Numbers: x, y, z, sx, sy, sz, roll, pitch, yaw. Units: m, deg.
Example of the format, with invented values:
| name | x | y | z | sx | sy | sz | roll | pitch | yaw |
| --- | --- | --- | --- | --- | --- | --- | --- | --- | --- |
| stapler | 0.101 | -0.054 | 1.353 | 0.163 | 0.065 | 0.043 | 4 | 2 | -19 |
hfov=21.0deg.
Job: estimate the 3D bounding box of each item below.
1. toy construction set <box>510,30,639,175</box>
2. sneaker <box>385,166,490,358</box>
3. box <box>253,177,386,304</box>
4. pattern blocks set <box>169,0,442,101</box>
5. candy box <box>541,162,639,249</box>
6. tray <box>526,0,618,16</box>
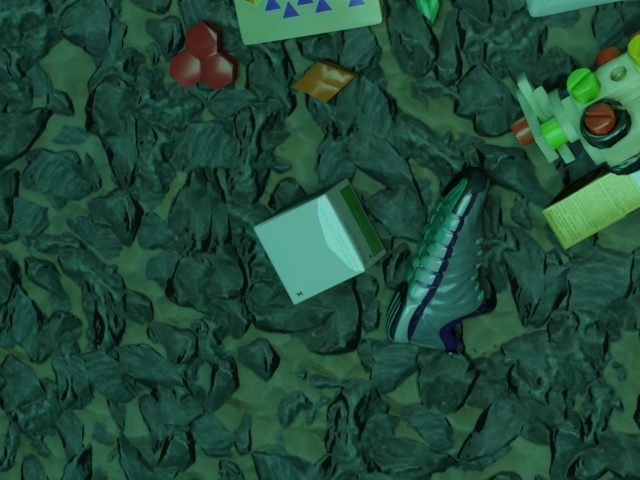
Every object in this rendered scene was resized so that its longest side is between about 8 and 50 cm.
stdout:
| name | x | y | z | sx | sy | sz | roll | pitch | yaw |
| --- | --- | --- | --- | --- | --- | --- | --- | --- | --- |
| toy construction set | 0.316 | -0.184 | 1.710 | 0.327 | 0.151 | 0.215 | -41 | 47 | 24 |
| sneaker | 0.155 | 0.025 | 1.913 | 0.098 | 0.083 | 0.224 | 20 | 115 | -11 |
| box | 0.000 | 0.000 | 1.943 | 0.102 | 0.087 | 0.101 | -26 | 95 | 25 |
| pattern blocks set | -0.025 | -0.295 | 1.903 | 0.325 | 0.026 | 0.285 | 2 | 106 | 20 |
| candy box | 0.328 | -0.067 | 1.792 | 0.186 | 0.109 | 0.053 | -30 | 93 | 24 |
| tray | 0.255 | -0.372 | 1.777 | 0.145 | 0.030 | 0.270 | -8 | 102 | 21 |
